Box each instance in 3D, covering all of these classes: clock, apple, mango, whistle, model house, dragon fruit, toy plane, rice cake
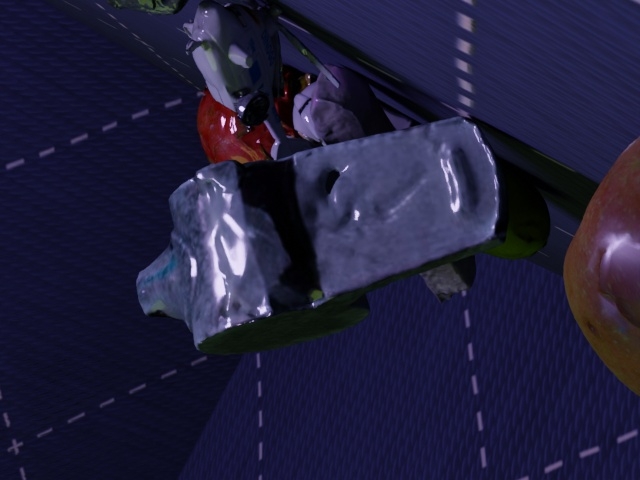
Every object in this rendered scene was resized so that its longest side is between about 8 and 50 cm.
[{"bbox_3d":[0.042,-0.133,1.711,0.176,0.080,0.117,26,-179,-16],"label":"clock"},{"bbox_3d":[0.261,0.030,0.982,0.188,0.174,0.207,26,163,20],"label":"apple"},{"bbox_3d":[0.187,-0.046,1.629,0.178,0.100,0.119,39,-179,-20],"label":"mango"},{"bbox_3d":[-0.009,-0.006,1.447,0.188,0.168,0.404,2,160,-43],"label":"whistle"},{"bbox_3d":[-0.150,-0.240,1.289,0.083,0.079,0.066,17,-138,14],"label":"model house"},{"bbox_3d":[-0.072,-0.148,1.839,0.172,0.172,0.209,28,167,-31],"label":"dragon fruit"},{"bbox_3d":[-0.072,-0.153,1.410,0.182,0.107,0.273,37,162,12],"label":"toy plane"},{"bbox_3d":[0.092,-0.058,1.634,0.064,0.070,0.399,-9,143,25],"label":"rice cake"}]
